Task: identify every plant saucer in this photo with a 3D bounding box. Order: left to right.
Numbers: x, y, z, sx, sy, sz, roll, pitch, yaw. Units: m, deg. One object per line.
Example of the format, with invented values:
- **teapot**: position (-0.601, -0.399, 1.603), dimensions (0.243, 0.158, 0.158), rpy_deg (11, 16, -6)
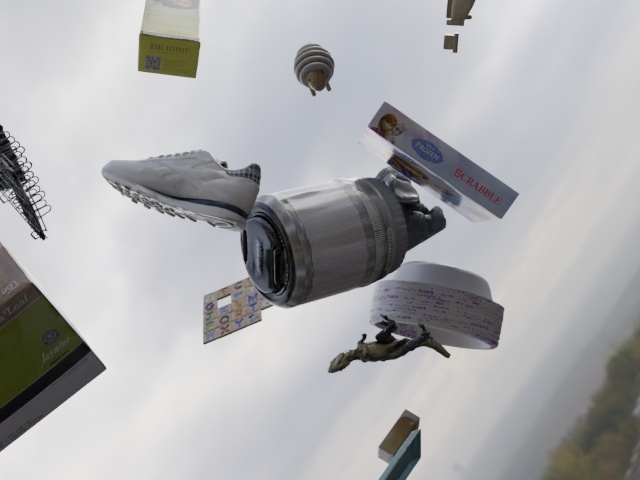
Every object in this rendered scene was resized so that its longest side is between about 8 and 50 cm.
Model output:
- **plant saucer**: position (0.136, 0.411, 1.837), dimensions (0.192, 0.018, 0.067), rpy_deg (-42, -44, -54)

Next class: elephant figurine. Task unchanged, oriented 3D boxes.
- **elephant figurine**: position (0.169, -0.095, 2.383), dimensions (0.169, 0.239, 0.186), rpy_deg (-32, -3, 8)

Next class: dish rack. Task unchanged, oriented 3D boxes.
- **dish rack**: position (-0.591, -0.130, 1.986), dimensions (0.074, 0.271, 0.208), rpy_deg (-34, -42, -19)

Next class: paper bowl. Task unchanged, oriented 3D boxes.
- **paper bowl**: position (0.253, 0.136, 2.217), dimensions (0.284, 0.284, 0.148), rpy_deg (62, -139, -75)

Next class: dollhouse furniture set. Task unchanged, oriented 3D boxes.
- **dollhouse furniture set**: position (0.370, -0.572, 2.270), dimensions (0.303, 0.174, 0.355), rpy_deg (-68, -18, -71)

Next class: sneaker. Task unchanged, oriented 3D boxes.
- **sneaker**: position (-0.193, -0.083, 1.434), dimensions (0.090, 0.235, 0.094), rpy_deg (45, -118, -70)

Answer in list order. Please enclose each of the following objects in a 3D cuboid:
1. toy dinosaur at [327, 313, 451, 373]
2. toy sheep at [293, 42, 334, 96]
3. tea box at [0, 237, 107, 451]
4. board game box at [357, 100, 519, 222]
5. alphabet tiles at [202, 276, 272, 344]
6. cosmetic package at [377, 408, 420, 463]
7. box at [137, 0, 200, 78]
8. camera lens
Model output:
- **toy dinosaur**: position (0.140, 0.189, 1.897), dimensions (0.268, 0.064, 0.118), rpy_deg (-3, -34, -23)
- **toy sheep**: position (-0.013, -0.345, 2.051), dimensions (0.091, 0.132, 0.091), rpy_deg (-10, -40, -8)
- **tea box**: position (-0.657, 0.211, 2.003), dimensions (0.329, 0.220, 0.323), rpy_deg (-38, -39, -13)
- **board game box**: position (0.230, -0.153, 2.125), dimensions (0.066, 0.319, 0.318), rpy_deg (-56, 0, -1)
- **alphabet tiles**: position (-0.185, 0.152, 2.559), dimensions (0.237, 0.009, 0.198), rpy_deg (-23, 32, 9)
- **cosmetic package**: position (0.176, 0.442, 2.318), dimensions (0.115, 0.041, 0.060), rpy_deg (-50, -23, -27)
- **box**: position (-0.218, -0.308, 1.503), dimensions (0.232, 0.087, 0.058), rpy_deg (-102, 20, -58)
- **camera lens**: position (0.000, 0.000, 1.977), dimensions (0.274, 0.219, 0.219), rpy_deg (-14, -35, -30)
